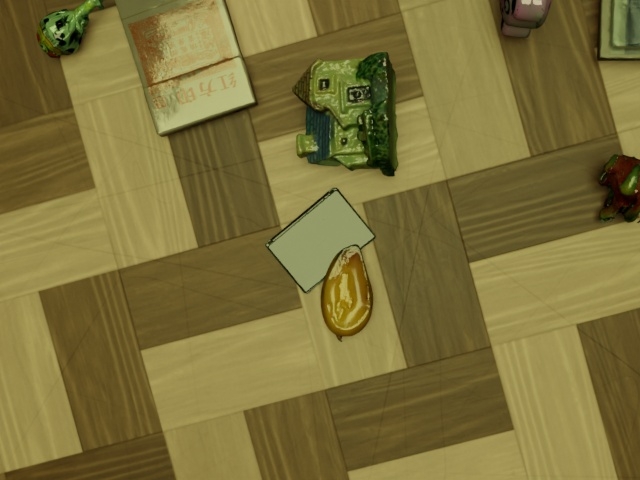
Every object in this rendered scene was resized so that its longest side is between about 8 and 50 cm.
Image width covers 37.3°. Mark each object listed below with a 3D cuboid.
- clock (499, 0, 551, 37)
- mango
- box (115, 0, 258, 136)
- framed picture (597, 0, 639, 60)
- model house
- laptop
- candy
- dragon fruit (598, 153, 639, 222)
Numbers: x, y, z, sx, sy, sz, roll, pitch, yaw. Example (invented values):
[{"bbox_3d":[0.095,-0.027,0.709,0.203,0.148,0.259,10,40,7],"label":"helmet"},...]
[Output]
[{"bbox_3d":[0.373,-0.499,1.689,0.090,0.227,0.247,8,90,3],"label":"clock"},{"bbox_3d":[0.051,0.101,1.810,0.101,0.066,0.187,1,92,6],"label":"mango"},{"bbox_3d":[-0.270,-0.403,1.823,0.205,0.051,0.365,-18,91,4],"label":"box"},{"bbox_3d":[0.679,-0.550,1.733,0.326,0.028,0.446,1,91,6],"label":"framed picture"},{"bbox_3d":[0.044,-0.226,1.747,0.189,0.195,0.214,-1,89,12],"label":"model house"},{"bbox_3d":[0.000,0.000,1.836,0.180,0.016,0.129,-39,89,5],"label":"laptop"},{"bbox_3d":[-0.420,-0.462,1.792,0.305,0.091,0.083,-41,98,15],"label":"candy"},{"bbox_3d":[0.578,-0.098,1.735,0.138,0.142,0.175,29,122,22],"label":"dragon fruit"}]
